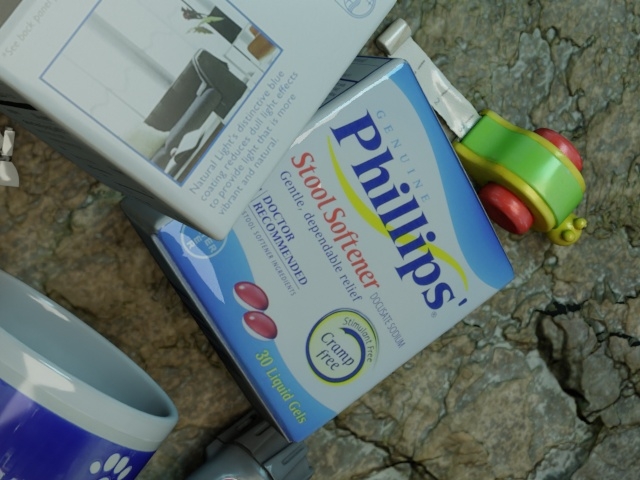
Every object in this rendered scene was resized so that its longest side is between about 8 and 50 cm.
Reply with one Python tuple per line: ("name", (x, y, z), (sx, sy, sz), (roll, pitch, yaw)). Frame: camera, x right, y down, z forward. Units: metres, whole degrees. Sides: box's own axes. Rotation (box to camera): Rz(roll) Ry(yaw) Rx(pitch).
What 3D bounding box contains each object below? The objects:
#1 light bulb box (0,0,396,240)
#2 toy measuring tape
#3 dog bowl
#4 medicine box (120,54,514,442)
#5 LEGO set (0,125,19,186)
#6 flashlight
("light bulb box", (-0.202, -0.210, 0.786), (0.361, 0.358, 0.225), (39, 82, -26))
("toy measuring tape", (0.191, -0.107, 1.112), (0.121, 0.121, 0.330), (-47, 114, -8))
("dog bowl", (-0.257, 0.116, 0.878), (0.265, 0.265, 0.104), (37, 87, -25))
("medicine box", (0.000, 0.000, 1.031), (0.289, 0.149, 0.263), (-36, 112, -12))
("LEGO set", (-0.365, -0.101, 0.887), (0.227, 0.087, 0.093), (6, 98, -25))
("flashlight", (-0.128, 0.289, 1.001), (0.304, 0.103, 0.103), (-33, 116, -38))
